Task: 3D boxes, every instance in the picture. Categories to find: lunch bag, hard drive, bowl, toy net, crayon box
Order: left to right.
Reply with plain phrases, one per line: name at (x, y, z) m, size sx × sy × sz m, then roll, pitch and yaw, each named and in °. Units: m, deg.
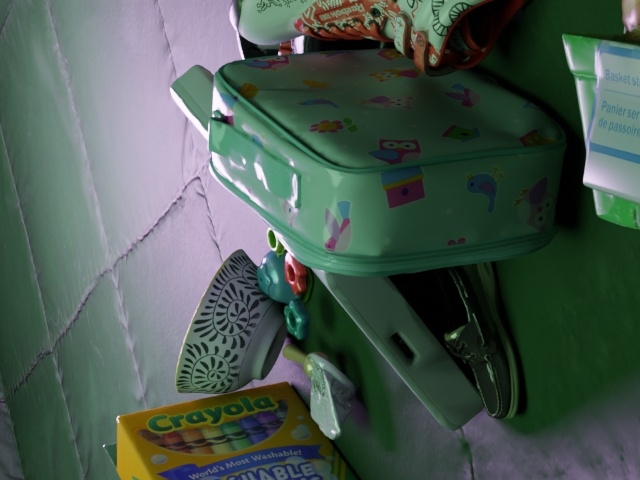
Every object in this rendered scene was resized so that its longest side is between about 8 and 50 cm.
crayon box at (-0.086, 0.256, 1.862) m, size 0.323 × 0.203 × 0.083 m, roll -131°, pitch 37°, yaw -52°
bowl at (-0.084, 0.102, 1.917) m, size 0.170 × 0.080 × 0.170 m, roll 23°, pitch -90°, yaw -80°
toy net at (-0.006, 0.089, 1.808) m, size 0.232 × 0.045 × 0.122 m, roll 66°, pitch 153°, yaw 27°
hard drive at (0.000, 0.000, 1.587) m, size 0.233 × 0.047 × 0.353 m, roll 51°, pitch 180°, yaw -39°
lunch bag at (0.039, -0.066, 1.377) m, size 0.279 × 0.224 × 0.108 m, roll -140°, pitch 45°, yaw -57°

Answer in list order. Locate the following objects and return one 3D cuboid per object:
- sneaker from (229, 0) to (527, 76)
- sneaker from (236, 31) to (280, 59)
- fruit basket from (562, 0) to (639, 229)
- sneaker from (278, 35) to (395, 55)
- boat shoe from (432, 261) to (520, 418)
sneaker at (0.043, -0.180, 1.384) m, size 0.270 × 0.090 × 0.145 m, roll -30°, pitch 73°, yaw 36°
sneaker at (-0.039, -0.294, 1.654) m, size 0.121 × 0.111 × 0.300 m, roll -135°, pitch 44°, yaw -71°
fruit basket at (0.239, -0.161, 0.925) m, size 0.327 × 0.165 × 0.353 m, roll -153°, pitch 58°, yaw -63°
sneaker at (0.011, -0.234, 1.539) m, size 0.135 × 0.097 × 0.276 m, roll -161°, pitch 60°, yaw -66°
boat shoe at (0.124, 0.076, 1.465) m, size 0.056 × 0.049 × 0.152 m, roll 147°, pitch 110°, yaw -66°
